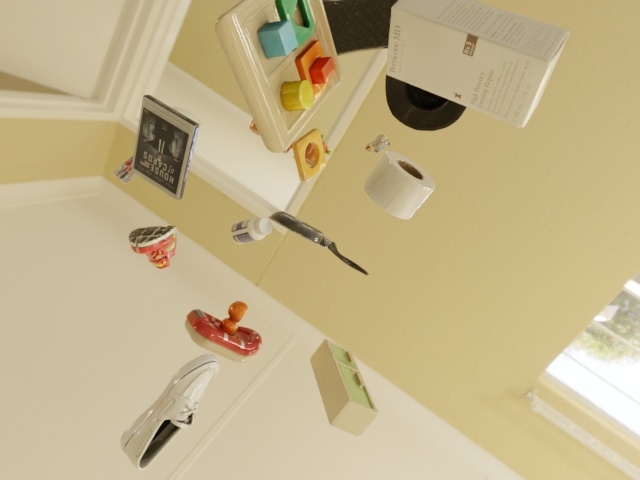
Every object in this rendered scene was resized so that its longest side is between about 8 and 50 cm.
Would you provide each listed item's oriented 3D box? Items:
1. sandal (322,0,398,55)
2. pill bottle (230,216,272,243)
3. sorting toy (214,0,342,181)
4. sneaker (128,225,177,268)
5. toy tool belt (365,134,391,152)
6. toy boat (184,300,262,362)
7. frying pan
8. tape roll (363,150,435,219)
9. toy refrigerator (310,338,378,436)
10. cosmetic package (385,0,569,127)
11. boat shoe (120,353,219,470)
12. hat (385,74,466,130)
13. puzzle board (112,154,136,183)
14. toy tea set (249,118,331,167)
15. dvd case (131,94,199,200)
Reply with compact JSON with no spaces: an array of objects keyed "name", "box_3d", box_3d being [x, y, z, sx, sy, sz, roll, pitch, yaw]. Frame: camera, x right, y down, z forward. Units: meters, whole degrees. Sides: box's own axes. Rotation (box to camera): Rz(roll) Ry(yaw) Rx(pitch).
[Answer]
[{"name":"sandal","box_3d":[0.033,-0.541,1.155,0.445,0.168,0.107,5,-159,16]},{"name":"pill bottle","box_3d":[-0.196,-0.030,1.280,0.067,0.120,0.067,16,-111,-47]},{"name":"sorting toy","box_3d":[-0.031,-0.239,0.587,0.047,0.348,0.196,10,-130,32]},{"name":"sneaker","box_3d":[-0.439,0.021,1.230,0.107,0.118,0.279,-4,-175,-5]},{"name":"toy tool belt","box_3d":[0.206,-0.333,1.598,0.051,0.083,0.052,46,-166,-25]},{"name":"toy boat","box_3d":[-0.257,0.241,1.277,0.231,0.151,0.151,37,176,-36]},{"name":"frying pan","box_3d":[-0.017,-0.008,1.288,0.326,0.053,0.197,29,-178,35]},{"name":"tape roll","box_3d":[0.320,-0.228,1.840,0.246,0.169,0.246,27,-150,-17]},{"name":"toy refrigerator","box_3d":[0.060,0.392,1.237,0.102,0.094,0.269,31,-169,-21]},{"name":"cosmetic package","box_3d":[0.214,-0.269,0.652,0.231,0.117,0.085,28,-118,20]},{"name":"boat shoe","box_3d":[-0.298,0.359,0.944,0.084,0.258,0.095,33,169,38]},{"name":"hat","box_3d":[0.385,-0.562,1.586,0.331,0.331,0.134,33,-148,2]},{"name":"puzzle board","box_3d":[-0.657,-0.260,1.573,0.096,0.128,0.011,32,161,33]},{"name":"toy tea set","box_3d":[-0.113,-0.415,1.777,0.336,0.124,0.200,32,174,-24]},{"name":"dvd case","box_3d":[-0.436,-0.254,1.250,0.179,0.239,0.029,31,-149,11]}]
